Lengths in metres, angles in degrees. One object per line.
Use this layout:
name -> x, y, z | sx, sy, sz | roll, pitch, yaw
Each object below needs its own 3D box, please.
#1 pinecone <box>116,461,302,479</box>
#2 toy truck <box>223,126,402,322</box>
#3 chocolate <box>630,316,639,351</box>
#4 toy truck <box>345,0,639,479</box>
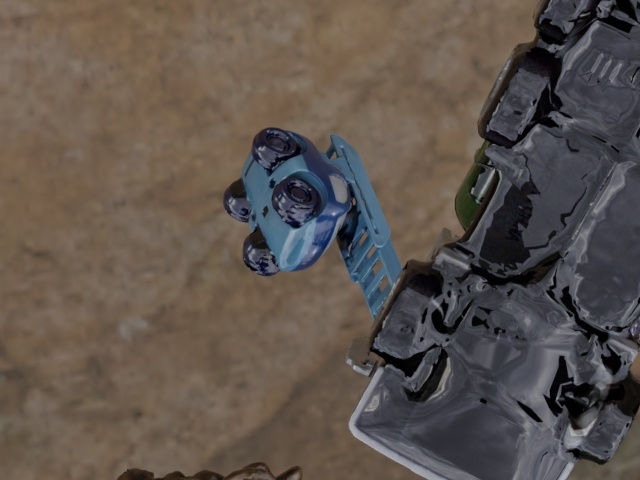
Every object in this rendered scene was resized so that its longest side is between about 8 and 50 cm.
pinecone -> -0.065, 0.201, 0.967 | 0.150, 0.195, 0.179 | 40, 128, -21
toy truck -> 0.000, 0.000, 1.034 | 0.074, 0.136, 0.063 | 4, 139, -30
chocolate -> 0.184, 0.014, 1.022 | 0.072, 0.070, 0.147 | 1, 156, 7
toy truck -> 0.100, -0.025, 0.701 | 0.101, 0.125, 0.242 | 27, 107, -2
